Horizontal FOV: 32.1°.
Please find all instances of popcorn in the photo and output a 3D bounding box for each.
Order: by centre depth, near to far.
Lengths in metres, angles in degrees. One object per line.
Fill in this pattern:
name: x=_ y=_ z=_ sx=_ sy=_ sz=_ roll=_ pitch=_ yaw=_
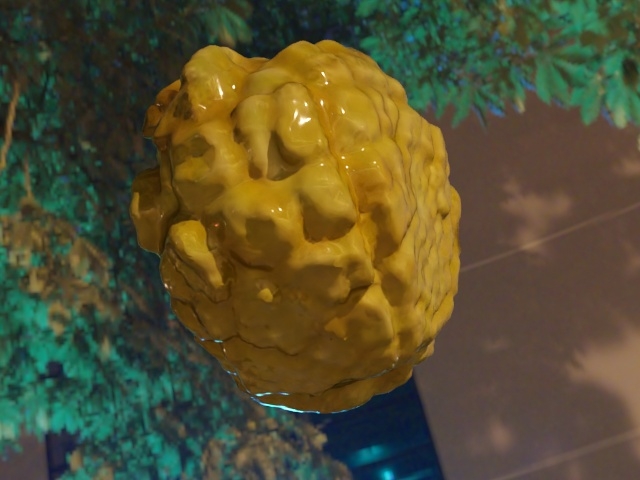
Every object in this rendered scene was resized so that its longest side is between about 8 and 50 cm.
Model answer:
popcorn: x=0.000 y=0.000 z=0.732 sx=0.174 sy=0.225 sz=0.286 roll=-10 pitch=-14 yaw=22
